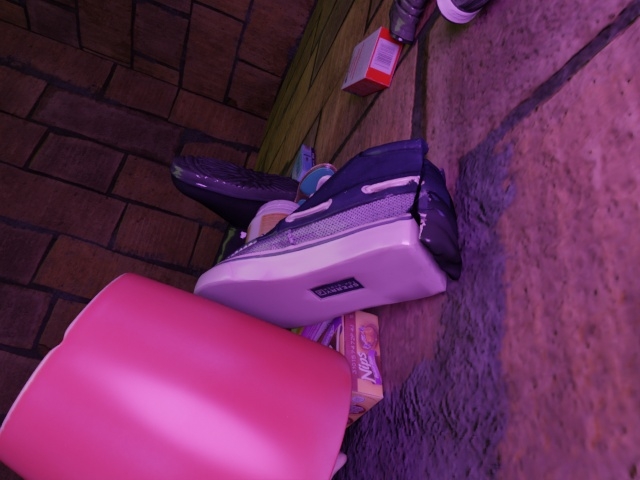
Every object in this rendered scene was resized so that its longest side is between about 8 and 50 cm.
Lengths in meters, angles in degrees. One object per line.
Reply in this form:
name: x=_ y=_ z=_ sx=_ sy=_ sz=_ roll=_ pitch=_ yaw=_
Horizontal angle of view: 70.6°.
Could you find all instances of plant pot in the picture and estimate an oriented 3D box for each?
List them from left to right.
plant pot: x=-0.142 y=0.175 z=0.455 sx=0.275 sy=0.243 sz=0.275 roll=-56 pitch=9 yaw=13

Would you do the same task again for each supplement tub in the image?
supplement tub: x=-0.086 y=0.025 z=0.934 sx=0.199 sy=0.144 sz=0.144 roll=-88 pitch=21 yaw=-46

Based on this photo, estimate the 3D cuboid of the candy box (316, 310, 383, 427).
candy box: x=0.013 y=0.183 z=0.579 sx=0.186 sy=0.053 sz=0.109 roll=120 pitch=160 yaw=-43

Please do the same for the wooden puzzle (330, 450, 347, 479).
wooden puzzle: x=-0.049 y=0.319 z=0.455 sx=0.238 sy=0.044 sz=0.221 roll=-68 pitch=12 yaw=-20

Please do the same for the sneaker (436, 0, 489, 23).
sneaker: x=0.202 y=-0.367 z=0.491 sx=0.106 sy=0.078 sz=0.234 roll=-147 pitch=71 yaw=-72

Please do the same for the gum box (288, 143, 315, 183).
gum box: x=-0.066 y=-0.153 z=1.266 sx=0.157 sy=0.041 sz=0.184 roll=-94 pitch=25 yaw=-53

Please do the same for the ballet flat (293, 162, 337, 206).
ballet flat: x=-0.017 y=-0.108 z=0.997 sx=0.206 sy=0.073 sz=0.067 roll=-52 pitch=11 yaw=44

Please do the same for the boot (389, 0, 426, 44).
boot: x=0.155 y=-0.455 z=0.756 sx=0.161 sy=0.083 sz=0.246 roll=119 pitch=164 yaw=-54

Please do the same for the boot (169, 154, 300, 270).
boot: x=-0.243 y=0.044 z=1.100 sx=0.146 sy=0.367 sz=0.445 roll=46 pitch=118 yaw=44

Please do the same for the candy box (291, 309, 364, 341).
candy box: x=0.011 y=0.044 z=0.708 sx=0.233 sy=0.071 sz=0.159 roll=-98 pitch=30 yaw=-57

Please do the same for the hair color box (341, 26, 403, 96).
hair color box: x=0.097 y=-0.337 z=0.869 sx=0.167 sy=0.053 sz=0.093 roll=-138 pitch=65 yaw=-72

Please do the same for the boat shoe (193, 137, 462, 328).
boat shoe: x=0.000 y=0.000 z=0.535 sx=0.341 sy=0.127 sz=0.158 roll=-14 pitch=47 yaw=32
